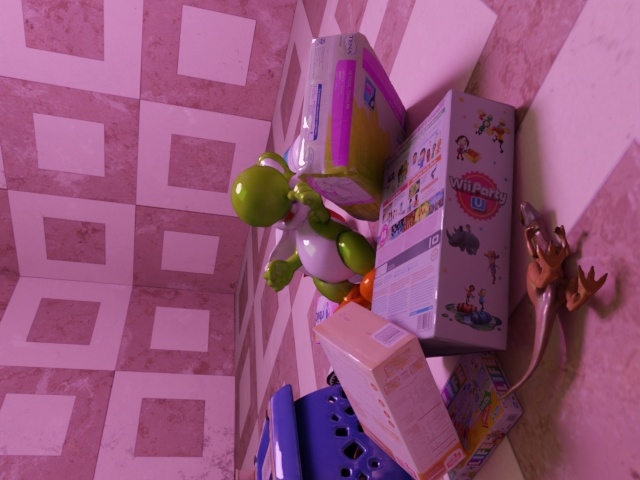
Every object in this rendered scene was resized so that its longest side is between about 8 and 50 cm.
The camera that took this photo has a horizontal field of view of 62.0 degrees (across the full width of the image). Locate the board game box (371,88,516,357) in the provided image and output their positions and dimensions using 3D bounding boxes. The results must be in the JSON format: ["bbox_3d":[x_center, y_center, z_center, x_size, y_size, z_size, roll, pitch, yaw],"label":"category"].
[{"bbox_3d":[0.152,-0.006,0.705,0.224,0.098,0.303,136,142,-69],"label":"board game box"}]

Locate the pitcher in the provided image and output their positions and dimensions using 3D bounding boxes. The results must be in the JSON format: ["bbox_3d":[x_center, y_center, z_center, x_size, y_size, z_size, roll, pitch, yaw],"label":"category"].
[{"bbox_3d":[0.000,0.000,1.114,0.125,0.207,0.177,128,151,-69],"label":"pitcher"}]

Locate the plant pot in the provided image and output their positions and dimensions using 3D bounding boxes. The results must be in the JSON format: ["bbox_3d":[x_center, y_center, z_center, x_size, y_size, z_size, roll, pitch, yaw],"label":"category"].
[{"bbox_3d":[0.005,0.392,0.909,0.236,0.212,0.235,-103,24,-58],"label":"plant pot"}]

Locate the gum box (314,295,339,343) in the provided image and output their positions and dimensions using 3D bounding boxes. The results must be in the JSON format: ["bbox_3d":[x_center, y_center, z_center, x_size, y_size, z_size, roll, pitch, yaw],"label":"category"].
[{"bbox_3d":[0.042,0.171,1.170,0.188,0.062,0.107,140,135,-70],"label":"gum box"}]

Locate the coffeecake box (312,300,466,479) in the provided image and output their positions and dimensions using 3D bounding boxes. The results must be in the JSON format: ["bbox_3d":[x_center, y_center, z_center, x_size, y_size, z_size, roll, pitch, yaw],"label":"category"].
[{"bbox_3d":[0.082,0.184,0.651,0.142,0.068,0.185,20,138,61],"label":"coffeecake box"}]

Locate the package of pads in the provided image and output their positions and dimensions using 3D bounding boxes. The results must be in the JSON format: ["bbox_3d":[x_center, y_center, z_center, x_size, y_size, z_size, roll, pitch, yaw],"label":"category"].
[{"bbox_3d":[0.066,-0.164,0.889,0.296,0.101,0.229,24,-111,-65],"label":"package of pads"}]

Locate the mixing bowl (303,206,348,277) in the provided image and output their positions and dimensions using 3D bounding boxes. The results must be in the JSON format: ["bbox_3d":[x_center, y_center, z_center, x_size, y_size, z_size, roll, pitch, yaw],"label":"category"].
[{"bbox_3d":[0.014,0.000,1.250,0.181,0.098,0.181,-176,90,-88],"label":"mixing bowl"}]

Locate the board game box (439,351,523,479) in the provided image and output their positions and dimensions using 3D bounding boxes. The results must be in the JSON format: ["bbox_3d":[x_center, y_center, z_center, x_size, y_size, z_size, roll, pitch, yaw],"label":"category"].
[{"bbox_3d":[0.186,0.215,0.664,0.103,0.026,0.154,-102,23,-52],"label":"board game box"}]

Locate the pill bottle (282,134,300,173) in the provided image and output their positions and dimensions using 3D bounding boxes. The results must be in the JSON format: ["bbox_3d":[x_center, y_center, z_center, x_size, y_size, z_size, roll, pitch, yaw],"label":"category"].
[{"bbox_3d":[-0.013,-0.210,1.387,0.264,0.146,0.146,165,110,-74],"label":"pill bottle"}]

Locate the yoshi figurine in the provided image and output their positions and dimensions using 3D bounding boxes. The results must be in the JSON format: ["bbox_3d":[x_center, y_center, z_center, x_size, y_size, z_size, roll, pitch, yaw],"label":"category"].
[{"bbox_3d":[-0.036,-0.009,0.955,0.362,0.204,0.203,49,173,14],"label":"yoshi figurine"}]

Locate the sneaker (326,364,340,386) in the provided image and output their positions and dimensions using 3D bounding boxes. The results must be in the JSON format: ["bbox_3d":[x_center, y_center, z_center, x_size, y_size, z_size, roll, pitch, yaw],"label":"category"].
[{"bbox_3d":[0.041,0.282,1.193,0.043,0.040,0.109,-76,3,-63],"label":"sneaker"}]

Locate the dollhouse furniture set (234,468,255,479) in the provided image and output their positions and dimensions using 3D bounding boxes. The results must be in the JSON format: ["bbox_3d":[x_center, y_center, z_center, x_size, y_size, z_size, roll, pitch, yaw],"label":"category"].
[{"bbox_3d":[-0.117,0.632,1.343,0.161,0.182,0.101,-107,28,-58],"label":"dollhouse furniture set"}]

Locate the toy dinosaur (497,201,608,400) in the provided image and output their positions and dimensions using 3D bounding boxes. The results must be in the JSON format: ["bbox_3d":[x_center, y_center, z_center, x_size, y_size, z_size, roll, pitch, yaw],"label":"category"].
[{"bbox_3d":[0.230,0.056,0.535,0.112,0.064,0.211,84,-163,-70],"label":"toy dinosaur"}]
